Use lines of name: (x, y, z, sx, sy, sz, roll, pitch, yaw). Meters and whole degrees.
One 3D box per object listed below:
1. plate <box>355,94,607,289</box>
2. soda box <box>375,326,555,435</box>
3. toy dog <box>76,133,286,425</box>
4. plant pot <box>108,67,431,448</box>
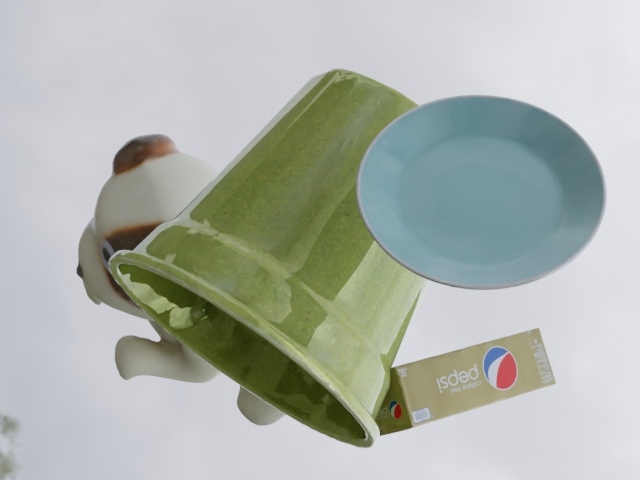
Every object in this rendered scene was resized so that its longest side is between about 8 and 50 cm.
plate: (0.121, -0.034, 1.136, 0.188, 0.188, 0.024, 47, -23, 31)
soda box: (0.128, 0.130, 1.382, 0.061, 0.181, 0.058, -25, -102, 54)
toy dog: (-0.125, 0.034, 1.895, 0.395, 0.408, 0.284, -26, -119, 27)
plant pot: (0.000, 0.000, 1.316, 0.276, 0.254, 0.276, 32, -16, 10)
